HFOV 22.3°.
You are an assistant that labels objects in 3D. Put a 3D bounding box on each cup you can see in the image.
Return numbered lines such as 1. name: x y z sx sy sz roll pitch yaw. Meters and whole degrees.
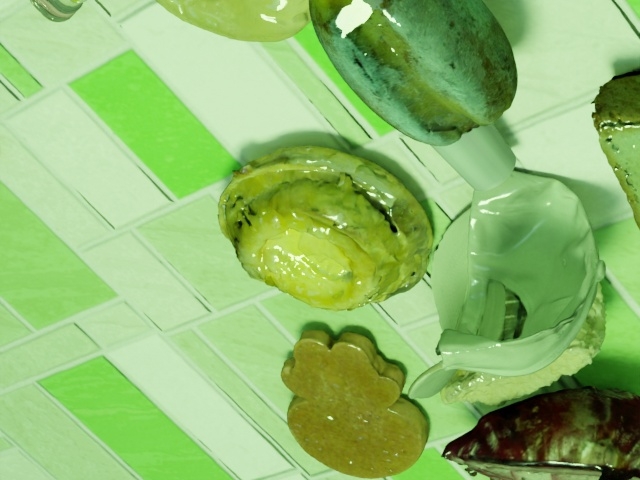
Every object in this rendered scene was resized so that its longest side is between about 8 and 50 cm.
1. cup: 0.153 -0.116 1.822 0.104 0.074 0.116 6 146 53

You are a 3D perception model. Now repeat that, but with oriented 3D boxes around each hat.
1. hat: 0.208 0.087 1.884 0.168 0.257 0.301 20 147 -4

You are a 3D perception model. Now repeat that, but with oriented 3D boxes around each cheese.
1. cheese: -0.088 -0.318 1.682 0.226 0.117 0.214 24 132 6

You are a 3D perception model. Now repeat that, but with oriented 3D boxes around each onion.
1. onion: 0.298 0.248 2.042 0.280 0.146 0.314 10 170 8

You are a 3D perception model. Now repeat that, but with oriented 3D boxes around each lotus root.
1. lotus root: 0.076 -0.221 1.637 0.158 0.140 0.322 -22 135 30

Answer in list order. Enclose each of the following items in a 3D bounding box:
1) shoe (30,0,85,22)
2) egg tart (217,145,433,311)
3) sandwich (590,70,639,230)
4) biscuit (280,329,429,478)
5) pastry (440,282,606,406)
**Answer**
1. shoe: -0.294 -0.322 1.783 0.092 0.089 0.180 -7 132 30
2. egg tart: 0.000 0.000 1.979 0.279 0.095 0.279 11 136 11
3. sandwich: 0.448 -0.085 1.700 0.273 0.095 0.249 -9 132 29
4. biscuit: 0.041 0.224 2.224 0.202 0.044 0.288 0 131 23
5. pastry: 0.249 0.135 1.986 0.089 0.121 0.258 39 136 -10
